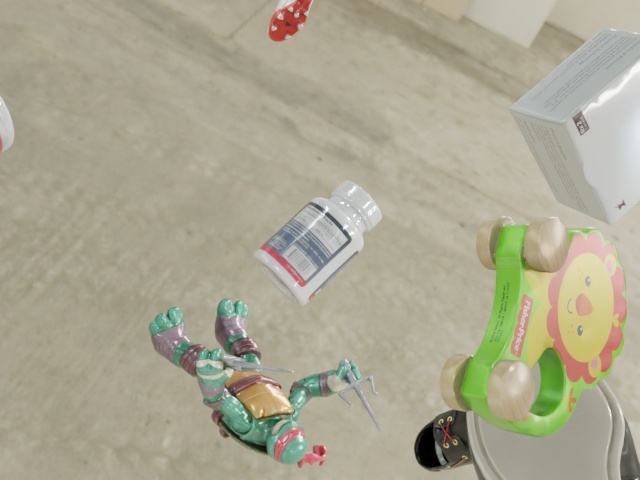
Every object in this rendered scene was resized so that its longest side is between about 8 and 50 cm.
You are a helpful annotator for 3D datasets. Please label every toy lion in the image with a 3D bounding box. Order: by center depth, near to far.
[{"bbox_3d":[0.102,0.038,0.376,0.096,0.100,0.034,31,-20,-38],"label":"toy lion"}]

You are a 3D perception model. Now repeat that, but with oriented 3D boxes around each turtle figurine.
[{"bbox_3d":[-0.063,0.141,0.838,0.175,0.118,0.234,15,15,-45],"label":"turtle figurine"}]

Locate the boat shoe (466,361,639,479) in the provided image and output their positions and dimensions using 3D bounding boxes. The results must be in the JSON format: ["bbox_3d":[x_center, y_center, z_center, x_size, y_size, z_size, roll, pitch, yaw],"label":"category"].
[{"bbox_3d":[0.171,0.195,0.566,0.112,0.095,0.335,-12,34,-1],"label":"boat shoe"}]

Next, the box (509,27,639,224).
[{"bbox_3d":[0.382,-0.154,1.156,0.181,0.182,0.119,54,-8,-30],"label":"box"}]

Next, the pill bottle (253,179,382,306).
[{"bbox_3d":[0.000,0.000,1.274,0.180,0.108,0.108,-43,68,-13],"label":"pill bottle"}]

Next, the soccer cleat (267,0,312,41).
[{"bbox_3d":[-0.021,-0.214,0.766,0.029,0.083,0.035,21,23,-27],"label":"soccer cleat"}]

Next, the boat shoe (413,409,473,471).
[{"bbox_3d":[0.116,0.165,0.725,0.042,0.133,0.048,-1,64,-16],"label":"boat shoe"}]

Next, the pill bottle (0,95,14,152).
[{"bbox_3d":[-0.274,-0.057,0.515,0.160,0.087,0.087,-36,66,-27],"label":"pill bottle"}]
